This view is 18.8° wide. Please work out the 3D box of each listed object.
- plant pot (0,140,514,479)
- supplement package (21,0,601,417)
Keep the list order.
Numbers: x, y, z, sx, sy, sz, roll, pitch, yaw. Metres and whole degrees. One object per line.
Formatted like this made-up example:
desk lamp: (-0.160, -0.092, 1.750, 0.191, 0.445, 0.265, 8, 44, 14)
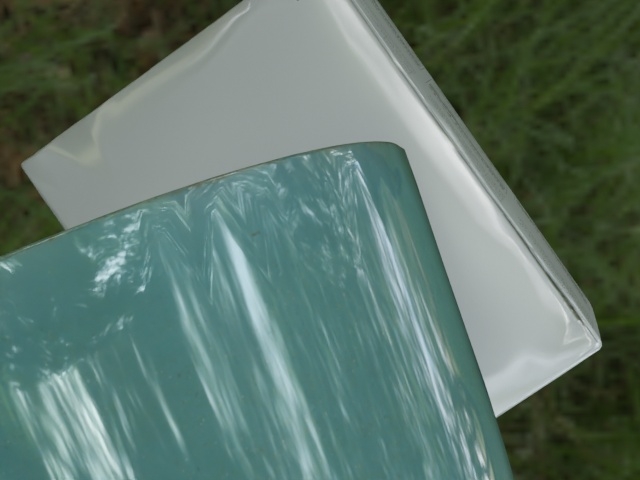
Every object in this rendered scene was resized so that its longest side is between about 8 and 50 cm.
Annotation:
plant pot: (-0.055, 0.134, 0.659, 0.293, 0.293, 0.235, -16, 80, -54)
supplement package: (0.000, 0.000, 1.088, 0.262, 0.204, 0.145, 55, 9, -1)
